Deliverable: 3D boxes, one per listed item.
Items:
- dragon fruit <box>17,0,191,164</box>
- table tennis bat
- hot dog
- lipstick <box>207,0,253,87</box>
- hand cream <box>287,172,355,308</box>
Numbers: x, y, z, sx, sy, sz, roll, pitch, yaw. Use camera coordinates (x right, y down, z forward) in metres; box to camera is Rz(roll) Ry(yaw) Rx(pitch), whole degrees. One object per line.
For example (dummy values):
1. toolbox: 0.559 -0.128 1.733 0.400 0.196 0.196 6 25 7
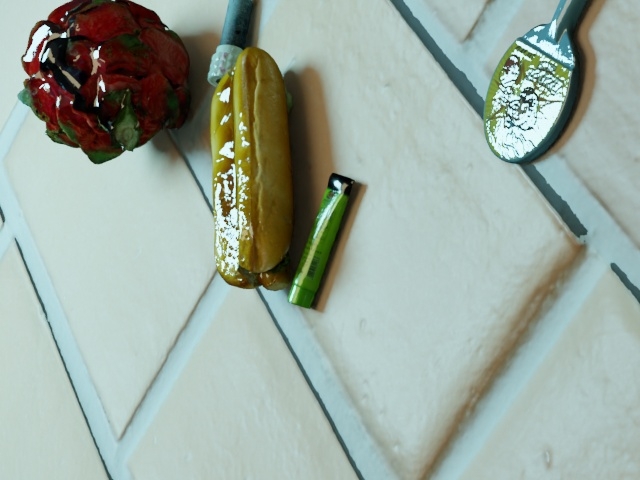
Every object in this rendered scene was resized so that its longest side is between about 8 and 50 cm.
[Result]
1. dragon fruit: -0.223 -0.170 1.866 0.189 0.182 0.182 -8 70 52
2. table tennis bat: 0.173 -0.133 1.415 0.100 0.019 0.155 46 116 53
3. hot dog: -0.059 -0.066 1.674 0.100 0.068 0.249 131 143 -52
4. lipstick: -0.086 -0.209 1.807 0.037 0.037 0.116 -16 58 51
5. hand cream: 0.000 0.000 1.600 0.036 0.023 0.122 21 93 57
